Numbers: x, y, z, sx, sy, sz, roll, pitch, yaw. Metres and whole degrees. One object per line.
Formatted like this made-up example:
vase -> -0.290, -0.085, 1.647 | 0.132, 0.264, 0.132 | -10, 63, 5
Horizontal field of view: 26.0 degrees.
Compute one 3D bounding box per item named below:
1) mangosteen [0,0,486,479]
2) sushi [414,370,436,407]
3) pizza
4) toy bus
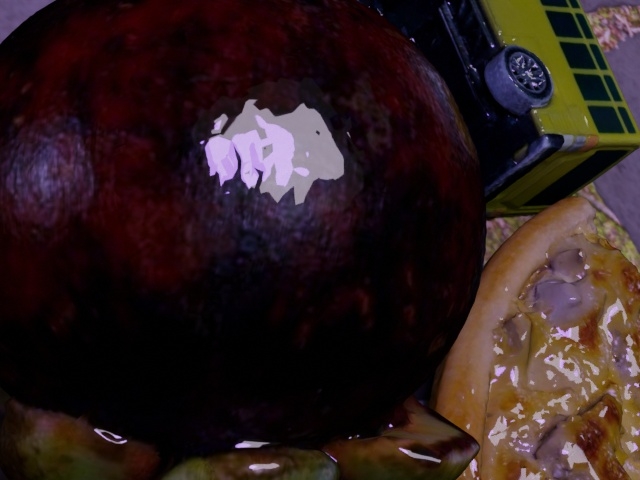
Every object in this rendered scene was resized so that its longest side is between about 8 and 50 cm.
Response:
mangosteen -> -0.058, 0.007, 0.726 | 0.311, 0.311, 0.311 | 17, 53, -24
sushi -> 0.000, 0.000, 0.919 | 0.264, 0.050, 0.290 | -28, 80, -42
pizza -> 0.182, 0.114, 0.933 | 0.223, 0.089, 0.323 | 39, 49, -11
toy bus -> 0.122, -0.155, 1.049 | 0.150, 0.128, 0.262 | -3, 65, -40
